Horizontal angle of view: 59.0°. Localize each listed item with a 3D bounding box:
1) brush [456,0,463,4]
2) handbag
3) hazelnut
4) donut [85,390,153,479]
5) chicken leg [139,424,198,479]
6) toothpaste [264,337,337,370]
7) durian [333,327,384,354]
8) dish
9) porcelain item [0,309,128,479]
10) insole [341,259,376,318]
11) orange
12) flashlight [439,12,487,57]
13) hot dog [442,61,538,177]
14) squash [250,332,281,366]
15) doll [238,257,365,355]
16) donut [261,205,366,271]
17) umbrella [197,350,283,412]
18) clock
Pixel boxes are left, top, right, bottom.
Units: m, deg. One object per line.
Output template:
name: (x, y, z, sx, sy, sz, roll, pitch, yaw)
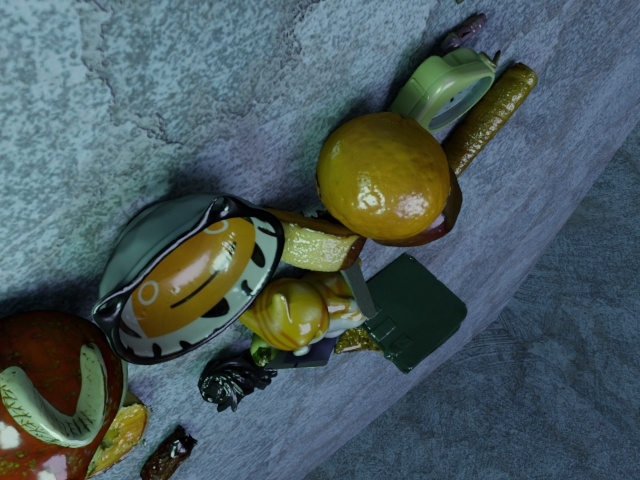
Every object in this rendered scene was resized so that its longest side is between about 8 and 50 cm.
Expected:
brush: (0.285, -0.446, 0.894, 0.190, 0.027, 0.034, -38, 151, 2)
handbag: (0.226, 0.193, 1.506, 0.260, 0.247, 0.079, -35, 159, -24)
hazelnut: (0.179, -0.079, 1.124, 0.210, 0.210, 0.186, -22, 123, -41)
donut: (-0.375, 0.330, 1.003, 0.146, 0.078, 0.181, -29, 144, -33)
chicken leg: (-0.361, 0.517, 1.321, 0.233, 0.063, 0.105, -51, 150, 18)
toothpaste: (-0.022, 0.238, 1.270, 0.125, 0.079, 0.371, -5, 179, 9)
durian: (0.173, 0.235, 1.679, 0.305, 0.186, 0.195, 1, 106, -47)
dish: (-0.190, 0.032, 0.771, 0.303, 0.120, 0.303, -36, 153, -22)
porcelain item: (-0.343, 0.220, 0.698, 0.253, 0.253, 0.252, -35, 153, -21)
insole: (0.066, 0.071, 1.154, 0.063, 0.191, 0.010, -5, 157, -45)
orange: (0.101, -0.102, 0.903, 0.219, 0.219, 0.193, -23, 140, -39)
flashlight: (0.239, -0.350, 0.959, 0.110, 0.031, 0.052, -42, 179, -15)
hot dog: (0.348, -0.256, 1.219, 0.068, 0.083, 0.289, 25, 109, -44)
squash: (-0.113, 0.214, 1.228, 0.090, 0.075, 0.200, -35, -178, 22)
doll: (-0.018, 0.138, 1.155, 0.167, 0.162, 0.270, -38, 169, 36)
donut: (-0.001, -0.001, 0.963, 0.217, 0.141, 0.085, 1, 113, -41)
umbrella: (-0.150, 0.290, 1.266, 0.118, 0.118, 0.340, -53, 163, 16)
clock: (0.229, -0.265, 0.989, 0.232, 0.069, 0.170, -27, 165, -33)
